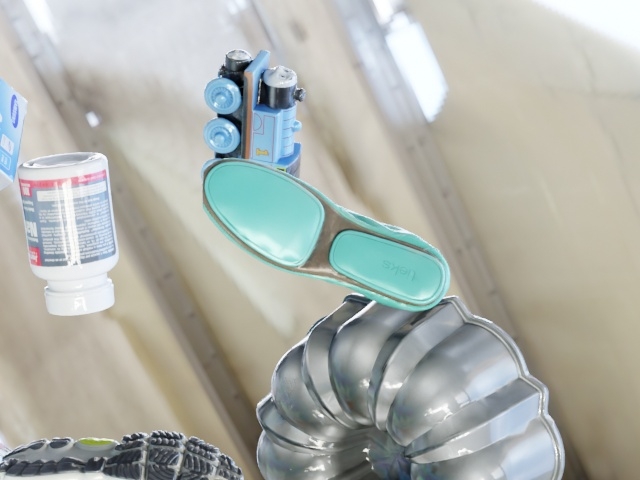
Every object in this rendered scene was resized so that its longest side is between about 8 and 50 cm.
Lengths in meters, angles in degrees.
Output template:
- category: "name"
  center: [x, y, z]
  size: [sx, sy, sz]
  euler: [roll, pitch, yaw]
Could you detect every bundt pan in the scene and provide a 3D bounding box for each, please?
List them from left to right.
- category: "bundt pan"
  center: [0.069, 0.217, 1.656]
  size: [0.330, 0.331, 0.124]
  euler: [-9, -172, 36]

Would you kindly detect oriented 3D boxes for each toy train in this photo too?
- category: "toy train"
  center: [-0.072, -0.120, 1.836]
  size: [0.105, 0.184, 0.080]
  euler: [10, -150, 9]

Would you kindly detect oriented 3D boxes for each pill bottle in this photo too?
- category: "pill bottle"
  center: [-0.295, -0.007, 1.981]
  size: [0.108, 0.180, 0.108]
  euler: [-6, -168, 1]

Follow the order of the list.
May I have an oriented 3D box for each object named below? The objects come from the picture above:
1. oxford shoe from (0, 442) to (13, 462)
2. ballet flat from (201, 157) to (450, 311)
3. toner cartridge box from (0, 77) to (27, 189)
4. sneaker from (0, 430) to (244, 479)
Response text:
- category: "oxford shoe"
  center: [-0.468, 0.342, 2.201]
  size: [0.146, 0.397, 0.140]
  euler: [27, -89, 24]
- category: "ballet flat"
  center: [0.000, 0.000, 1.536]
  size: [0.087, 0.247, 0.083]
  euler: [140, -26, -85]
- category: "toner cartridge box"
  center: [-0.568, -0.086, 2.332]
  size: [0.347, 0.075, 0.165]
  euler: [-26, -137, 26]
- category: "sneaker"
  center: [-0.212, 0.272, 1.800]
  size: [0.275, 0.110, 0.107]
  euler: [-1, -156, 13]
